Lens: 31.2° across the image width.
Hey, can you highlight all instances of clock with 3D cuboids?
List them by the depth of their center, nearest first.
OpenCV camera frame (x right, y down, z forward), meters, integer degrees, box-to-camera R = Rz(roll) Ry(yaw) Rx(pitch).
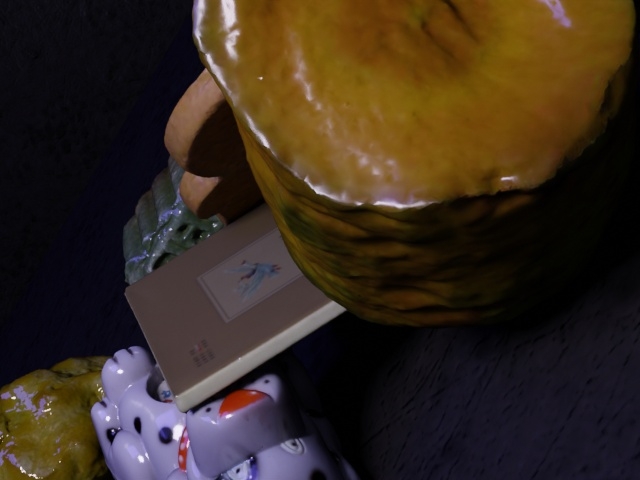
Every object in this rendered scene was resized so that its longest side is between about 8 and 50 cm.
[{"bbox_3d":[-0.058,0.171,0.872,0.188,0.189,0.254,-62,25,1],"label":"clock"}]

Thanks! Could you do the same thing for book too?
[{"bbox_3d":[0.000,0.000,0.890,0.310,0.021,0.217,-32,26,-6],"label":"book"}]

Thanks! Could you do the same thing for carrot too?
[{"bbox_3d":[0.071,-0.072,0.706,0.340,0.242,0.241,59,-128,-68],"label":"carrot"}]

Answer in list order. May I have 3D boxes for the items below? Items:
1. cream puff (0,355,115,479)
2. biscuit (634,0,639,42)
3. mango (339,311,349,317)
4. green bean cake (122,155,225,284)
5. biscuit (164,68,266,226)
[{"bbox_3d":[-0.243,0.255,1.223,0.282,0.185,0.281,1,-90,-78],"label":"cream puff"},{"bbox_3d":[0.272,-0.288,0.706,0.366,0.115,0.268,-59,20,5],"label":"biscuit"},{"bbox_3d":[0.017,0.008,1.008,0.163,0.089,0.117,-35,24,30],"label":"mango"},{"bbox_3d":[-0.085,-0.003,1.123,0.173,0.181,0.094,-53,23,17],"label":"green bean cake"},{"bbox_3d":[-0.030,-0.098,0.905,0.202,0.044,0.288,-28,-16,-16],"label":"biscuit"}]
